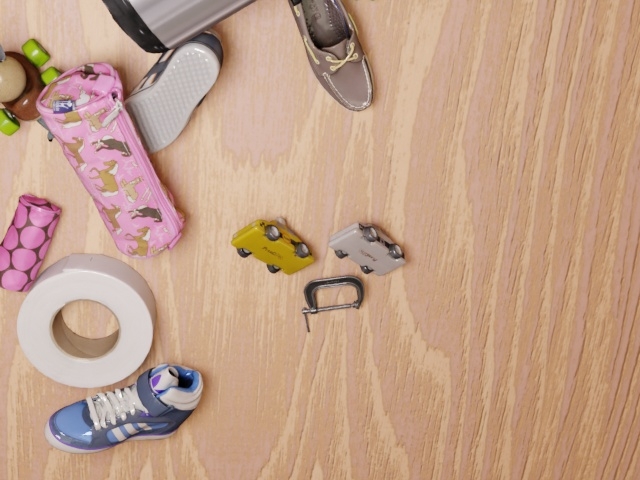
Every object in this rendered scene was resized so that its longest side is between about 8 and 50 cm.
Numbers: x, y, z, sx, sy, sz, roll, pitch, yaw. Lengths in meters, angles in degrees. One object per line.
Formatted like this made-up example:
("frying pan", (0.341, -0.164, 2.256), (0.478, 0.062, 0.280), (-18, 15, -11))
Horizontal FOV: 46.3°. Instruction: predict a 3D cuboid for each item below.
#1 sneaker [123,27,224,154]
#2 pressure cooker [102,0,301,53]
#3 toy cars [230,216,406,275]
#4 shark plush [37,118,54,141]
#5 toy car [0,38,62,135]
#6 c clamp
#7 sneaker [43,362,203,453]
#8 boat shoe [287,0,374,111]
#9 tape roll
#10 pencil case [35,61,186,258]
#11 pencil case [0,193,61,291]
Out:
("sneaker", (-0.294, -0.291, 1.477), (0.126, 0.128, 0.321), (39, 127, -24))
("pressure cooker", (-0.206, -0.566, 1.249), (0.420, 0.376, 0.370), (-28, 144, 4))
("toy cars", (0.000, 0.000, 1.632), (0.393, 0.087, 0.177), (1, 146, -9))
("shark plush", (-0.529, -0.221, 1.519), (0.067, 0.073, 0.161), (-14, 135, 19))
("toy car", (-0.589, -0.306, 1.371), (0.155, 0.188, 0.149), (-39, 75, 3))
("c clamp", (0.028, 0.138, 1.715), (0.160, 0.022, 0.137), (-13, 119, 10))
("sneaker", (-0.414, 0.344, 1.632), (0.322, 0.130, 0.236), (5, 133, -36))
("boat shoe", (0.022, -0.395, 1.481), (0.116, 0.097, 0.325), (-25, 112, 2))
("tape roll", (-0.504, 0.174, 1.631), (0.285, 0.100, 0.287), (-2, 111, -6))
("pencil case", (-0.393, -0.144, 1.448), (0.160, 0.167, 0.386), (-24, 130, -8))
("pencil case", (-0.621, 0.003, 1.560), (0.095, 0.098, 0.209), (8, 115, -57))
